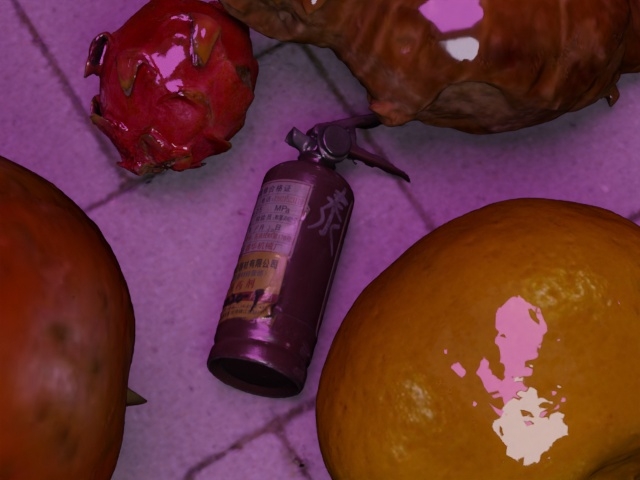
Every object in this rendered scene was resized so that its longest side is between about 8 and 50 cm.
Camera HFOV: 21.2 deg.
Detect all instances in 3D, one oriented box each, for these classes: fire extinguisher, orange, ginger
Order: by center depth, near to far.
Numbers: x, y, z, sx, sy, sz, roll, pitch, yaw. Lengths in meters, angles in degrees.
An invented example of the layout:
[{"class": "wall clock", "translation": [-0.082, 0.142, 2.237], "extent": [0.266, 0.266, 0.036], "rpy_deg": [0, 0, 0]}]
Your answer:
[{"class": "orange", "translation": [0.137, 0.107, 1.122], "extent": [0.279, 0.279, 0.235], "rpy_deg": [-31, 55, -11]}, {"class": "fire extinguisher", "translation": [-0.007, 0.000, 1.308], "extent": [0.075, 0.106, 0.252], "rpy_deg": [-10, 54, 43]}, {"class": "ginger", "translation": [0.104, -0.213, 1.332], "extent": [0.357, 0.152, 0.274], "rpy_deg": [30, 58, 3]}]

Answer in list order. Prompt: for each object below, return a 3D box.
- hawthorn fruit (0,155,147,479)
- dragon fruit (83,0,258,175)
[{"class": "hawthorn fruit", "translation": [-0.297, 0.099, 1.121], "extent": [0.403, 0.403, 0.403], "rpy_deg": [-2, 64, 3]}, {"class": "dragon fruit", "translation": [-0.109, -0.131, 1.333], "extent": [0.136, 0.133, 0.166], "rpy_deg": [30, 59, 8]}]
